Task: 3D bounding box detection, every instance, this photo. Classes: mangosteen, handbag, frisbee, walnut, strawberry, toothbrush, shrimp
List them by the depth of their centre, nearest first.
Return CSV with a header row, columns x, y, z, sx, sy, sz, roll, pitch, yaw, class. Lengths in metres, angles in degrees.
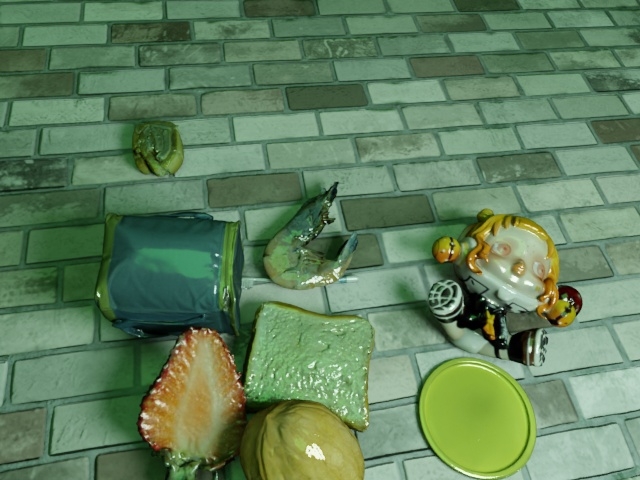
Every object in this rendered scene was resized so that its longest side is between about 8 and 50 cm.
x,y,z,sx,sy,sz,roll,pitch,yaw,class
-0.028,0.364,0.853,0.193,0.225,0.193,-21,30,13,walnut
-0.219,0.288,0.909,0.188,0.106,0.286,7,88,-15,strawberry
-0.270,0.067,0.978,0.241,0.263,0.222,3,65,-7,handbag
0.308,0.346,1.019,0.236,0.017,0.236,3,59,-4,frisbee
-0.050,0.091,1.131,0.276,0.019,0.025,-1,64,-7,toothbrush
0.532,0.137,1.140,0.081,0.081,0.081,3,59,-5,mangosteen
0.001,-0.004,1.154,0.178,0.075,0.289,34,55,9,shrimp

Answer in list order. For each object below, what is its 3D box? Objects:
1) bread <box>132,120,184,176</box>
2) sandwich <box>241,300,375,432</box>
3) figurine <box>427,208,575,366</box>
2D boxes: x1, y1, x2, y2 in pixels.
x,y,z,sx,sy,sz,roll,pitch,yaw,class
-0.394,-0.223,1.255,0.118,0.064,0.156,-12,60,-12,bread
-0.022,0.239,1.006,0.251,0.087,0.226,10,57,0,sandwich
0.375,0.078,1.088,0.320,0.196,0.323,31,66,0,figurine
